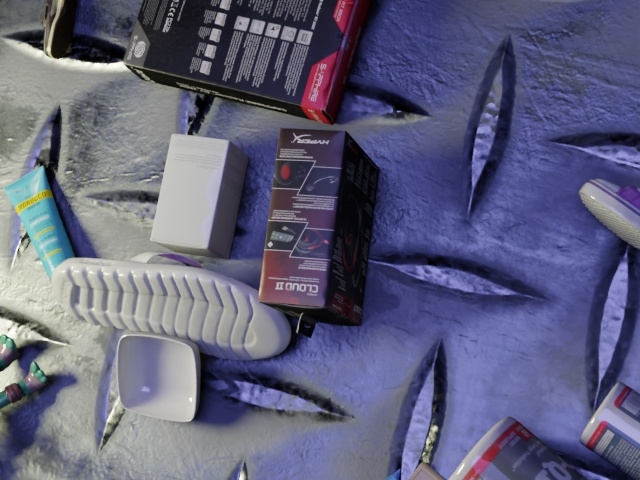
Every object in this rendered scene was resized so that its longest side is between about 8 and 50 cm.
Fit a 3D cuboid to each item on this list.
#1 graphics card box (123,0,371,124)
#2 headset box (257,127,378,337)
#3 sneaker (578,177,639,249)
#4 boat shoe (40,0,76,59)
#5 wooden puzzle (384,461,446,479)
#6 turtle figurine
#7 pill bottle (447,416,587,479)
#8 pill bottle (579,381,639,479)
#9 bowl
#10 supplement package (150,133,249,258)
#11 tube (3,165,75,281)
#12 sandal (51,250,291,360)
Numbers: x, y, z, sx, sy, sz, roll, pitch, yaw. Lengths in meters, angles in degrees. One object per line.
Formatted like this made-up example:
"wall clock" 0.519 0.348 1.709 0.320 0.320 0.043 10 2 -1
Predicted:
"graphics card box" -0.121 -0.346 1.927 0.370 0.094 0.233 14 84 16
"headset box" 0.000 0.000 1.763 0.110 0.218 0.293 4 81 17
"sneaker" 0.530 -0.049 1.703 0.282 0.102 0.161 30 85 7
"boat shoe" -0.467 -0.389 2.051 0.049 0.056 0.152 2 70 20
"wooden puzzle" 0.159 0.384 1.755 0.078 0.014 0.116 -43 72 -1
"turtle figurine" -0.569 0.266 1.889 0.175 0.118 0.234 48 61 2
"pill bottle" 0.323 0.396 1.631 0.283 0.161 0.161 40 91 18
"pill bottle" 0.469 0.292 1.641 0.180 0.108 0.108 35 89 18
"bowl" -0.252 0.210 1.856 0.141 0.053 0.142 8 110 17
"supplement package" -0.194 -0.070 1.887 0.105 0.105 0.179 8 81 16
"tube" -0.472 -0.026 1.985 0.080 0.052 0.207 -27 68 -3
"sandal" -0.236 0.080 1.866 0.416 0.169 0.102 12 42 15
